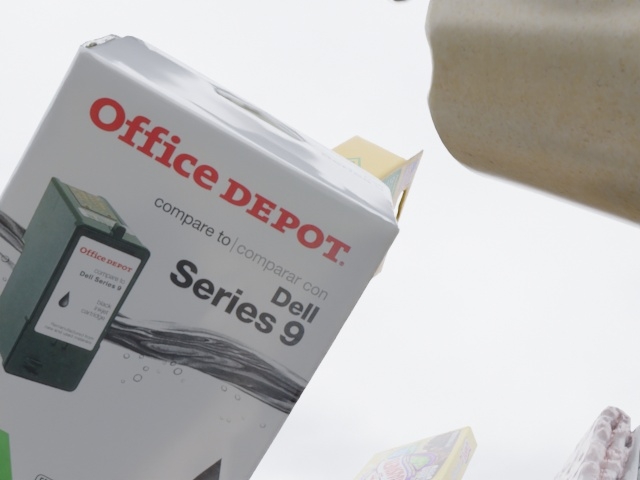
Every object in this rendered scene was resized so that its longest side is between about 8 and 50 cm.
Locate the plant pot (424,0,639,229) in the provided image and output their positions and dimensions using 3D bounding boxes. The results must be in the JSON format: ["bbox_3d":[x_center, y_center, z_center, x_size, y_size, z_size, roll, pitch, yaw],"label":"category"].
[{"bbox_3d":[0.257,-0.136,0.801,0.305,0.334,0.334,15,-16,42],"label":"plant pot"}]

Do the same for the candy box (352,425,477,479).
[{"bbox_3d":[0.078,0.212,0.989,0.105,0.027,0.206,-21,-3,14],"label":"candy box"}]

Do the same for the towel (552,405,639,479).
[{"bbox_3d":[0.112,0.297,0.731,0.053,0.332,0.317,32,-63,11],"label":"towel"}]

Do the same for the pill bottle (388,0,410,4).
[{"bbox_3d":[0.142,-0.383,1.069,0.301,0.169,0.169,-39,-40,6],"label":"pill bottle"}]

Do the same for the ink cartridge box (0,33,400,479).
[{"bbox_3d":[-0.113,0.048,0.681,0.211,0.289,0.121,29,11,-7],"label":"ink cartridge box"}]

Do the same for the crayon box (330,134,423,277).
[{"bbox_3d":[0.000,0.000,1.365,0.083,0.323,0.203,28,-59,19],"label":"crayon box"}]
